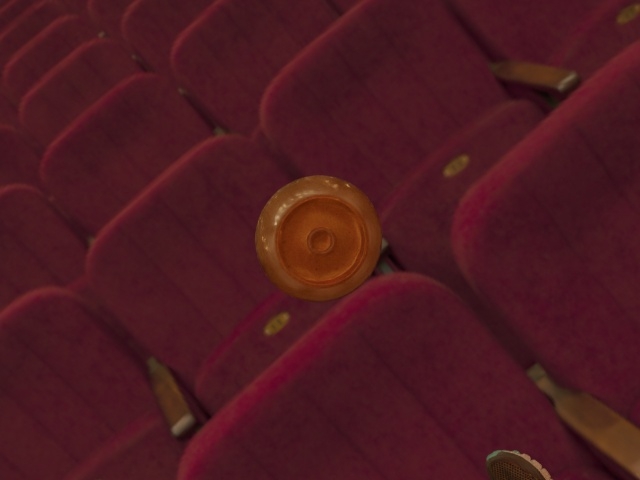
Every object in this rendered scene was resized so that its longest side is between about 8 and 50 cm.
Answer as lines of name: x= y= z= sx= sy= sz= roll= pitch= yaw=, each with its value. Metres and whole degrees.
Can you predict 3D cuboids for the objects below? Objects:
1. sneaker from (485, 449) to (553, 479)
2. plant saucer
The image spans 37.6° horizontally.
sneaker: x=0.249 y=0.320 z=1.095 sx=0.065 sy=0.166 sz=0.076 roll=-43 pitch=-8 yaw=30
plant saucer: x=0.000 y=0.000 z=0.606 sx=0.083 sy=0.083 sz=0.015 roll=-39 pitch=9 yaw=-1
